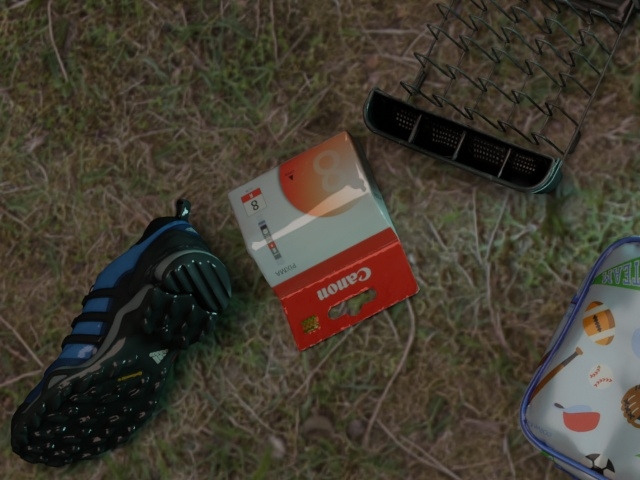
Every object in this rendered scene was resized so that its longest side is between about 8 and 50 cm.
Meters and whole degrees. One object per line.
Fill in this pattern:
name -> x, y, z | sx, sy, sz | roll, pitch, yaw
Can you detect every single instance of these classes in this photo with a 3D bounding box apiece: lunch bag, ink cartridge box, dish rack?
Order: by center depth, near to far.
lunch bag -> 0.333, 0.147, 1.589 | 0.303, 0.115, 0.243 | 27, 91, 25
dish rack -> 0.187, -0.190, 1.754 | 0.208, 0.074, 0.271 | 24, 87, 25
ink cartridge box -> 0.000, 0.000, 1.802 | 0.145, 0.045, 0.179 | -27, 66, 15

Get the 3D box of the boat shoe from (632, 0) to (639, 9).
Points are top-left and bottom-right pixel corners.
boat shoe -> 0.411, -0.378, 1.674 | 0.156, 0.136, 0.367 | 15, 86, 25

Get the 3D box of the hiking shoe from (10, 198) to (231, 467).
hiking shoe -> -0.208, 0.106, 1.846 | 0.304, 0.113, 0.132 | -45, 35, 13
